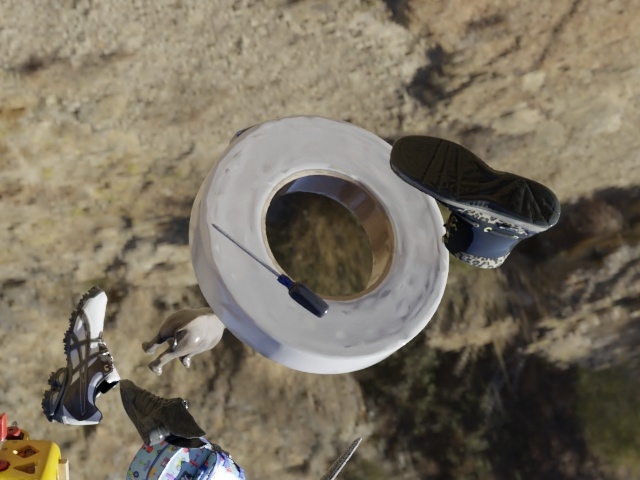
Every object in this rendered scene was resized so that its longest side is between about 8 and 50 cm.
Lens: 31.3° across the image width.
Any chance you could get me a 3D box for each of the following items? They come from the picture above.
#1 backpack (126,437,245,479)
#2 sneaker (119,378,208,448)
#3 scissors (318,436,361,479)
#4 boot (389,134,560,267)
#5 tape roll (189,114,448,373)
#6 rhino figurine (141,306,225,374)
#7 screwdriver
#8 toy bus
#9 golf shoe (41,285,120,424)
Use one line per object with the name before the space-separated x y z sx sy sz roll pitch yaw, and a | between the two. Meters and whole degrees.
backpack | -0.232 0.396 1.917 0.117 0.158 0.173 22 159 42
sneaker | -0.250 0.271 1.800 0.089 0.170 0.051 -15 130 -24
scissors | -0.015 0.362 1.551 0.297 0.021 0.109 -36 -169 -32
boot | 0.183 -0.044 1.545 0.236 0.085 0.178 21 153 -5
tape roll | 0.000 0.000 1.665 0.392 0.392 0.072 -5 159 -24
rhino figurine | -0.201 0.150 1.861 0.106 0.073 0.243 -45 170 14
screwdriver | -0.060 0.035 1.323 0.170 0.025 0.024 36 121 -9
toy bus | -0.439 0.355 1.741 0.104 0.202 0.191 1 156 -4
golf shoe | -0.314 0.163 1.578 0.094 0.198 0.077 13 160 1
